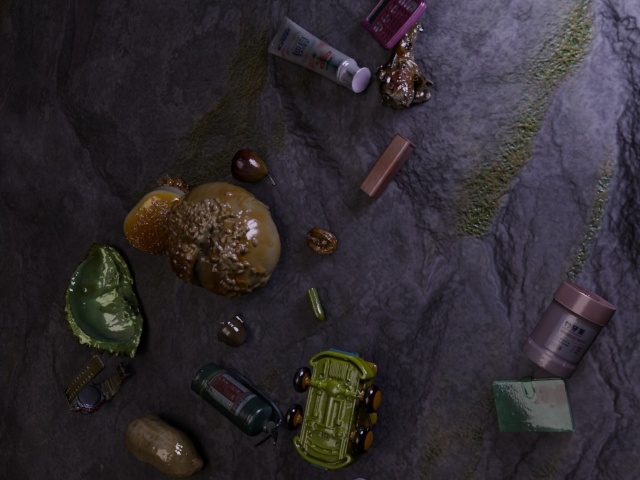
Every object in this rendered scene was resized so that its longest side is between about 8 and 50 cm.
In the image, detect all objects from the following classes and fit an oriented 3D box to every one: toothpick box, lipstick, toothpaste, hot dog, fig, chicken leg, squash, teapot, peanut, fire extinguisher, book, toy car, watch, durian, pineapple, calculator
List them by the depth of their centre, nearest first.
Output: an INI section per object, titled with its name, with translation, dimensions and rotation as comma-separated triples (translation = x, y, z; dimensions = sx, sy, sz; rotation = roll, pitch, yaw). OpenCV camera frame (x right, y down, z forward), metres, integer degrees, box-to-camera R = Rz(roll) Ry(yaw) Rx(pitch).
[toothpick box]
translation = 0.443, 0.159, 0.961
dimensions = 0.098, 0.098, 0.149
rotation = 35, 106, 29
[book]
translation = 0.404, 0.314, 1.026
dimensions = 0.135, 0.017, 0.103
rotation = -12, 82, 31
[calculator]
translation = 0.158, -0.492, 1.174
dimensions = 0.126, 0.034, 0.190
rotation = -45, 37, 21
[chicken leg]
translation = 0.177, -0.378, 1.176
dimensions = 0.125, 0.080, 0.196
rotation = -10, 74, 21
[toy car]
translation = 0.044, 0.366, 1.177
dimensions = 0.200, 0.142, 0.248
rotation = 11, 83, 32
[lipstick]
translation = 0.148, -0.165, 1.194
dimensions = 0.045, 0.045, 0.145
rotation = 43, 108, 24
[hot dog]
translation = 0.000, 0.000, 1.284
dimensions = 0.083, 0.035, 0.058
rotation = 25, 104, 31
[squash]
translation = -0.011, 0.157, 1.289
dimensions = 0.027, 0.027, 0.083
rotation = -24, 76, 29
[toothpaste]
translation = -0.011, -0.450, 1.302
dimensions = 0.323, 0.066, 0.100
rotation = 39, 107, 33
[fire extinguisher]
translation = -0.198, 0.419, 1.356
dimensions = 0.294, 0.118, 0.093
rotation = 27, 137, 30
[fig]
translation = -0.167, -0.184, 1.382
dimensions = 0.125, 0.089, 0.089
rotation = 19, 99, 6
[teapot]
translation = -0.234, 0.244, 1.417
dimensions = 0.080, 0.085, 0.110
rotation = 42, 141, 3
[peanut]
translation = -0.432, 0.570, 1.481
dimensions = 0.253, 0.137, 0.122
rotation = 12, 49, 32
[pineapple]
translation = -0.444, -0.137, 1.539
dimensions = 0.114, 0.114, 0.077
rotation = 45, 129, 30
[watch]
translation = -0.656, 0.417, 1.596
dimensions = 0.268, 0.165, 0.102
rotation = -44, 68, 26
[durian]
translation = -0.665, 0.184, 1.628
dimensions = 0.198, 0.163, 0.394
rotation = -25, 68, 26

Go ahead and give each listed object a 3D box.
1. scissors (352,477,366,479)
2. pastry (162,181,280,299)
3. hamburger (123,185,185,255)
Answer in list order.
[scissors]
translation = 0.128, 0.648, 1.174
dimensions = 0.242, 0.030, 0.118
rotation = 47, 112, 27
[pastry]
translation = -0.261, -0.002, 1.340
dimensions = 0.315, 0.184, 0.285
rotation = 33, 104, 18
[hamburger]
translation = -0.441, -0.053, 1.492
dimensions = 0.210, 0.173, 0.116
rotation = -39, 40, 22
